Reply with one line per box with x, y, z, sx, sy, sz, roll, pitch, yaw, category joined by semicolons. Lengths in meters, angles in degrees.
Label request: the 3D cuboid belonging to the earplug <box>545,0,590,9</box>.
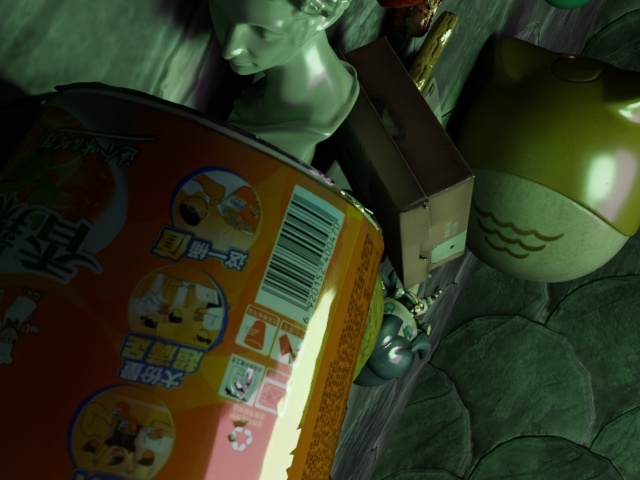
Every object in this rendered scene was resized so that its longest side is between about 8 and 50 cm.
0.493;-0.579;1.291;0.258;0.163;0.280;-66;161;-16;earplug

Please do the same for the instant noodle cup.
-0.097;0.056;0.418;0.296;0.296;0.214;56;54;-68;instant noodle cup

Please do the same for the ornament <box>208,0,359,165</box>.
-0.025;-0.153;0.552;0.285;0.120;0.130;87;15;-57;ornament

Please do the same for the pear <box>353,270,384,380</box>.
-0.052;0.063;0.645;0.228;0.188;0.211;13;95;-41;pear

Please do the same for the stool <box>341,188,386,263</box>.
0.000;0.000;0.801;0.110;0.134;0.135;10;96;-63;stool

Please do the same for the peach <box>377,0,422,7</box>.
0.103;-0.337;0.578;0.154;0.158;0.268;-21;133;-48;peach

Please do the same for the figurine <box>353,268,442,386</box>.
0.119;0.161;1.263;0.265;0.175;0.197;-10;129;-57;figurine

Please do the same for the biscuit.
0.133;-0.223;0.923;0.153;0.030;0.234;-60;179;11;biscuit

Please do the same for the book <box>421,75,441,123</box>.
0.173;-0.189;1.175;0.127;0.014;0.182;-61;161;-7;book

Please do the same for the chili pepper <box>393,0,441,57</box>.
0.137;-0.333;0.849;0.059;0.050;0.268;19;96;-44;chili pepper

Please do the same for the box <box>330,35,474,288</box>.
0.084;-0.082;0.771;0.086;0.215;0.215;-25;155;-2;box

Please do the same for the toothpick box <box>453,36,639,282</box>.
0.474;-0.168;1.389;0.409;0.408;0.426;-42;146;-46;toothpick box
